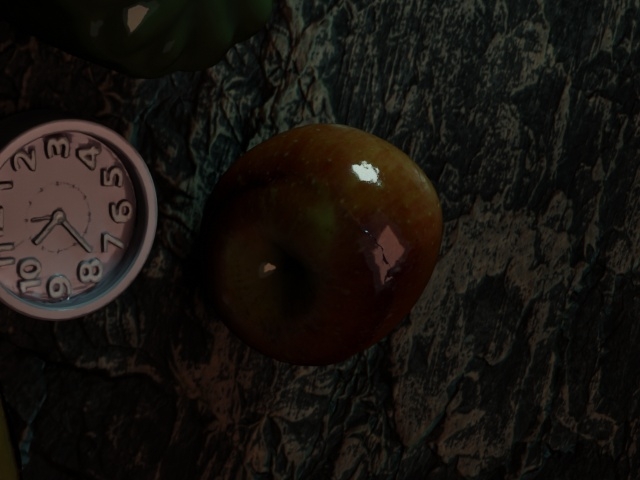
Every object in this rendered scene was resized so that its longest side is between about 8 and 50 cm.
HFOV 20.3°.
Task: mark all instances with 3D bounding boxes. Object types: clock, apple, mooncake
[{"bbox_3d":[-0.258,-0.024,1.721,0.197,0.068,0.197,-8,106,-31],"label":"clock"},{"bbox_3d":[0.000,0.000,1.931,0.206,0.251,0.272,-41,161,-52],"label":"apple"},{"bbox_3d":[-0.159,-0.326,1.637,0.351,0.187,0.351,-27,129,-38],"label":"mooncake"}]

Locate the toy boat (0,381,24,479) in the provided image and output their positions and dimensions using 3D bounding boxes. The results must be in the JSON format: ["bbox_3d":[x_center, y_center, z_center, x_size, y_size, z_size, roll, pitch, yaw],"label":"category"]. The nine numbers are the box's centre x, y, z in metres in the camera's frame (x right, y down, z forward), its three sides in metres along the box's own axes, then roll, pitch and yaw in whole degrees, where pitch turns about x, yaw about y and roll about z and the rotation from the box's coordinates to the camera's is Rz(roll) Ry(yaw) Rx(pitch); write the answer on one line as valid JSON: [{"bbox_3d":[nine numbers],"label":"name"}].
[{"bbox_3d":[-0.369,0.177,1.716,0.121,0.089,0.321,-35,133,-35],"label":"toy boat"}]
